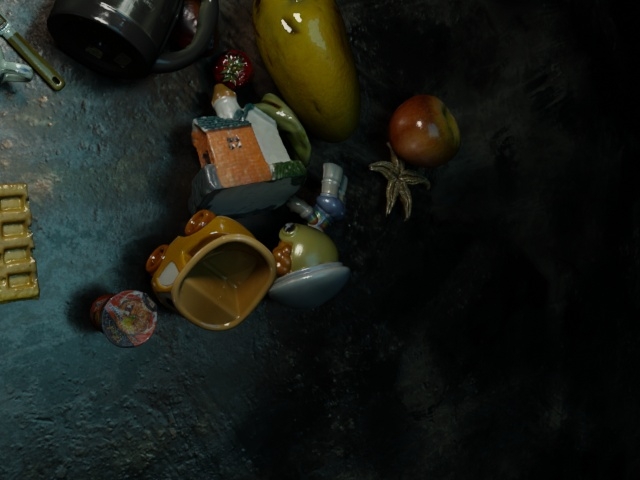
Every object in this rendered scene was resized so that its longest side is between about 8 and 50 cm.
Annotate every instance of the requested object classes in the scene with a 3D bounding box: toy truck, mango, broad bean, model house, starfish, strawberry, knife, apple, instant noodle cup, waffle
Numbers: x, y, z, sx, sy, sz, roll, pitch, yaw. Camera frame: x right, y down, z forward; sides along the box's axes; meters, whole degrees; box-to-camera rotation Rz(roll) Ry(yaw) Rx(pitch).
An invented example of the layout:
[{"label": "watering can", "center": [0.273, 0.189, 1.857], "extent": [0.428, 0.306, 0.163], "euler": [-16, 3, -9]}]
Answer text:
[{"label": "toy truck", "center": [-0.245, 0.070, 1.651], "extent": [0.288, 0.212, 0.204], "euler": [-43, 120, 8]}, {"label": "mango", "center": [-0.025, -0.434, 1.812], "extent": [0.220, 0.301, 0.445], "euler": [-23, 127, -4]}, {"label": "broad bean", "center": [-0.085, -0.276, 1.840], "extent": [0.072, 0.153, 0.207], "euler": [-43, 102, -11]}, {"label": "model house", "center": [-0.209, -0.223, 1.759], "extent": [0.271, 0.190, 0.301], "euler": [-12, 77, -30]}, {"label": "starfish", "center": [0.229, -0.170, 2.123], "extent": [0.240, 0.043, 0.227], "euler": [6, 86, -34]}, {"label": "strawberry", "center": [-0.211, -0.412, 1.782], "extent": [0.106, 0.106, 0.106], "euler": [-1, 91, -35]}, {"label": "knife", "center": [-0.661, -0.436, 1.496], "extent": [0.061, 0.027, 0.343], "euler": [-50, 117, -20]}, {"label": "apple", "center": [0.294, -0.303, 2.082], "extent": [0.235, 0.173, 0.210], "euler": [31, 41, -47]}, {"label": "instant noodle cup", "center": [-0.439, 0.164, 1.595], "extent": [0.127, 0.135, 0.127], "euler": [-1, 92, -36]}, {"label": "waffle", "center": [-0.690, 0.014, 1.465], "extent": [0.221, 0.055, 0.248], "euler": [-8, 96, -35]}, {"label": "broad bean", "center": [-0.304, -0.507, 1.716], "extent": [0.165, 0.084, 0.114], "euler": [43, 69, -21]}]

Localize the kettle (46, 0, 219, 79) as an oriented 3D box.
[{"label": "kettle", "center": [-0.372, -0.522, 1.575], "extent": [0.320, 0.228, 0.324], "euler": [27, 71, -22]}]

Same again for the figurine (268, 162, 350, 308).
[{"label": "figurine", "center": [-0.008, -0.013, 1.837], "extent": [0.224, 0.205, 0.382], "euler": [25, 78, -69]}]

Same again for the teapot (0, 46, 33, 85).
[{"label": "teapot", "center": [-0.677, -0.347, 1.413], "extent": [0.232, 0.159, 0.159], "euler": [12, 83, -35]}]
